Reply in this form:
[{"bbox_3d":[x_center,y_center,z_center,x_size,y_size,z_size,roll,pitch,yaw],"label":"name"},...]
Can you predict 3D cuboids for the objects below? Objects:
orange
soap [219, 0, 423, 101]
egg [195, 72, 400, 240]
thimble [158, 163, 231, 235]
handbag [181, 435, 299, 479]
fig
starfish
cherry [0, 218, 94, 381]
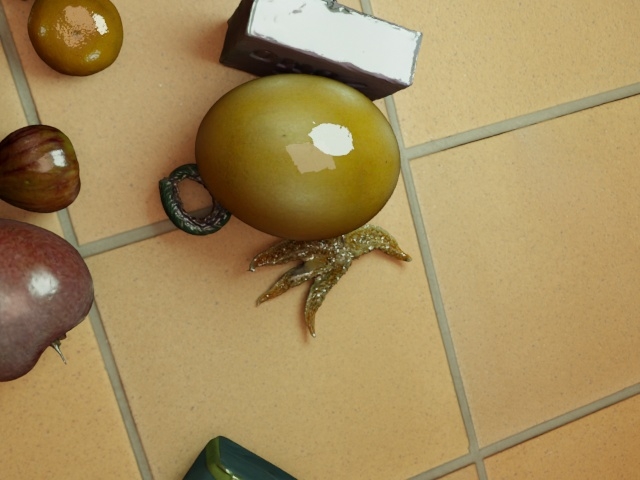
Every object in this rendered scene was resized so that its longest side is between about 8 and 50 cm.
[{"bbox_3d":[-0.415,-0.359,1.266,0.156,0.124,0.156,-5,113,-13],"label":"orange"},{"bbox_3d":[-0.011,-0.337,1.303,0.296,0.285,0.107,15,89,-15],"label":"soap"},{"bbox_3d":[-0.037,-0.141,1.268,0.351,0.282,0.283,5,93,-14],"label":"egg"},{"bbox_3d":[-0.227,-0.075,1.358,0.118,0.090,0.135,-33,100,-14],"label":"thimble"},{"bbox_3d":[-0.159,0.528,1.358,0.263,0.222,0.241,36,89,-15],"label":"handbag"},{"bbox_3d":[-0.492,-0.119,1.254,0.201,0.149,0.148,-2,95,14],"label":"fig"},{"bbox_3d":[-0.012,0.023,1.433,0.293,0.084,0.301,-43,108,-11],"label":"starfish"},{"bbox_3d":[-0.520,0.086,1.221,0.261,0.221,0.307,-44,89,-6],"label":"cherry"}]
